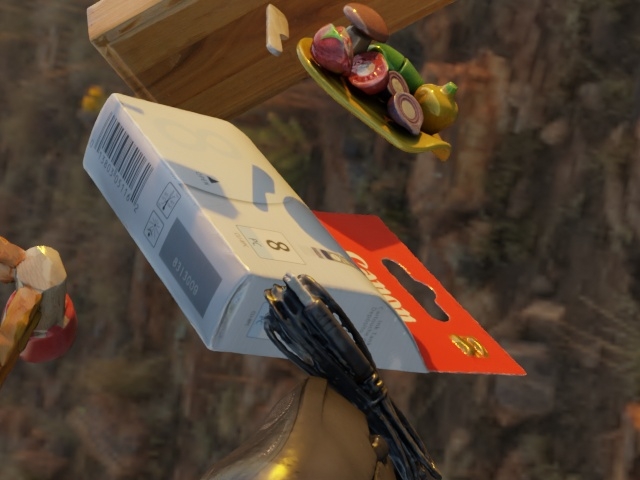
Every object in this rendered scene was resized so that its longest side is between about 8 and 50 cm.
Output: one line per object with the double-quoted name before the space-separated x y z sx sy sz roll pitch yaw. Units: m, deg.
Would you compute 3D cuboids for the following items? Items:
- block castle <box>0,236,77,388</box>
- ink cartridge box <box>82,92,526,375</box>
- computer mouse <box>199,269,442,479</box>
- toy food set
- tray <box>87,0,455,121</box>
"block castle" -0.512 0.086 1.510 0.213 0.453 0.303 113 -179 -60
"ink cartridge box" 0.000 0.000 1.382 0.308 0.385 0.091 49 121 44
"computer mouse" 0.006 0.137 0.839 0.072 0.188 0.272 -28 13 27
"toy food set" 0.051 -0.163 1.337 0.071 0.218 0.128 -50 12 21
"tray" -0.047 -0.284 1.703 0.411 0.203 0.076 -26 44 14
